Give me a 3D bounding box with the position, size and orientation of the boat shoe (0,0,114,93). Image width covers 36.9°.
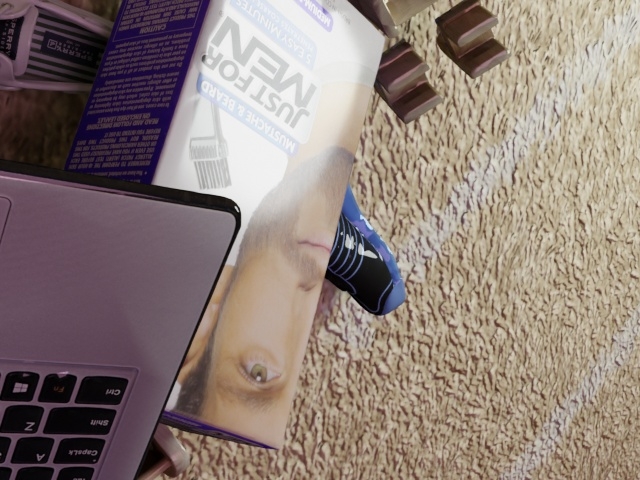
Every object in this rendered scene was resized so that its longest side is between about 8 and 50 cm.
[{"bbox_3d":[-0.219,-0.146,0.657,0.226,0.076,0.083,0,108,-41],"label":"boat shoe"}]

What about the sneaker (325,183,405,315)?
[{"bbox_3d":[0.000,0.000,0.911,0.090,0.081,0.232,-41,123,-17],"label":"sneaker"}]

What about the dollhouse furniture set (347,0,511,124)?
[{"bbox_3d":[0.099,-0.275,0.866,0.242,0.161,0.212,-33,129,1],"label":"dollhouse furniture set"}]

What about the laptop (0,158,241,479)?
[{"bbox_3d":[-0.237,0.181,0.402,0.382,0.236,0.407,8,119,-31],"label":"laptop"}]

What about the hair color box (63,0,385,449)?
[{"bbox_3d":[-0.076,-0.041,0.681,0.185,0.110,0.338,32,68,-47],"label":"hair color box"}]

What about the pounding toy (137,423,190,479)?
[{"bbox_3d":[-0.211,0.151,0.736,0.155,0.154,0.269,-36,127,-25],"label":"pounding toy"}]
